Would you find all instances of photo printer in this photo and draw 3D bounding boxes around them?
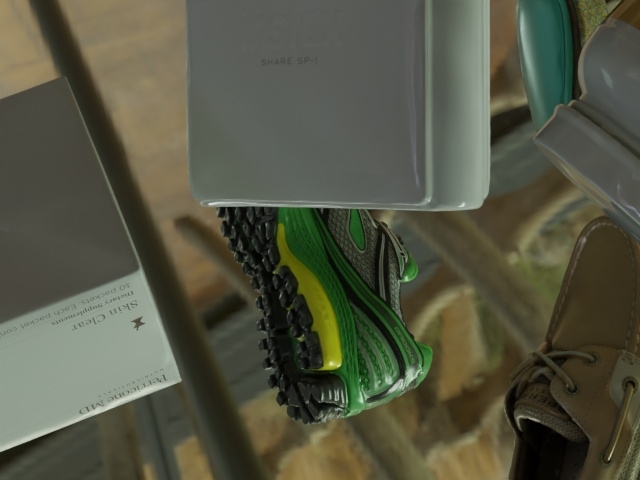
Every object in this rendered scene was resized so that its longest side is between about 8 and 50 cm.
[{"bbox_3d":[0.010,-0.177,1.217,0.256,0.307,0.107,3,-175,38],"label":"photo printer"}]

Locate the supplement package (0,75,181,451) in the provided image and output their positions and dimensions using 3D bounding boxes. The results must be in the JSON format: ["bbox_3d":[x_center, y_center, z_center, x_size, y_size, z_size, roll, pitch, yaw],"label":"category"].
[{"bbox_3d":[-0.263,0.037,1.151,0.262,0.204,0.145,-21,143,-6],"label":"supplement package"}]

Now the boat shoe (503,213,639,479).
[{"bbox_3d":[0.211,0.133,1.261,0.110,0.341,0.121,16,165,-33],"label":"boat shoe"}]

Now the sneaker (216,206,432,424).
[{"bbox_3d":[0.000,0.000,1.473,0.146,0.343,0.134,-6,161,-29],"label":"sneaker"}]

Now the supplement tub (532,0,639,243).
[{"bbox_3d":[0.315,-0.119,1.041,0.316,0.228,0.228,-48,156,5],"label":"supplement tub"}]

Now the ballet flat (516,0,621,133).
[{"bbox_3d":[0.231,-0.250,1.468,0.123,0.348,0.123,-14,-173,2],"label":"ballet flat"}]
